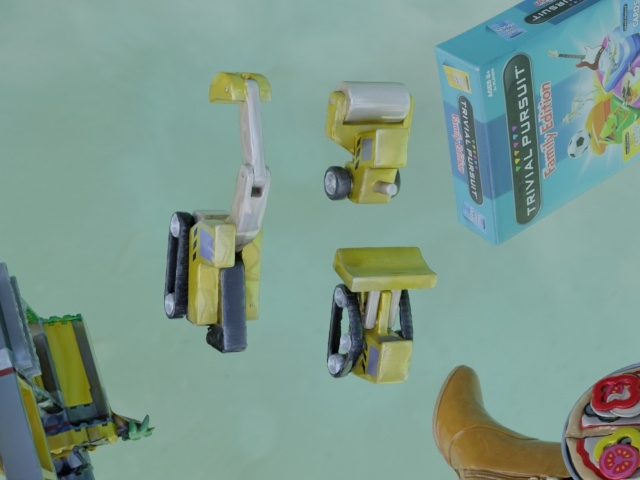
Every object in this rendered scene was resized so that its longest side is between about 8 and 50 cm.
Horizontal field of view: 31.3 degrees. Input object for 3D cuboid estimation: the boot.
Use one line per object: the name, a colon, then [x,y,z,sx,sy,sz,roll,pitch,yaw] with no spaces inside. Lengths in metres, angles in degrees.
boot: [0.249,0.272,1.463,0.211,0.295,0.104,-14,130,31]

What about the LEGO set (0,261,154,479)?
LEGO set: [-0.214,0.148,0.468,0.331,0.255,0.192,-14,78,-18]

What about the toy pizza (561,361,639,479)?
toy pizza: [0.347,0.193,1.187,0.201,0.201,0.032,-9,128,25]

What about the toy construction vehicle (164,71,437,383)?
toy construction vehicle: [0.000,0.000,0.347,0.035,0.086,0.098,28,113,59]

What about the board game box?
board game box: [0.304,-0.180,1.372,0.079,0.336,0.254,38,151,45]
